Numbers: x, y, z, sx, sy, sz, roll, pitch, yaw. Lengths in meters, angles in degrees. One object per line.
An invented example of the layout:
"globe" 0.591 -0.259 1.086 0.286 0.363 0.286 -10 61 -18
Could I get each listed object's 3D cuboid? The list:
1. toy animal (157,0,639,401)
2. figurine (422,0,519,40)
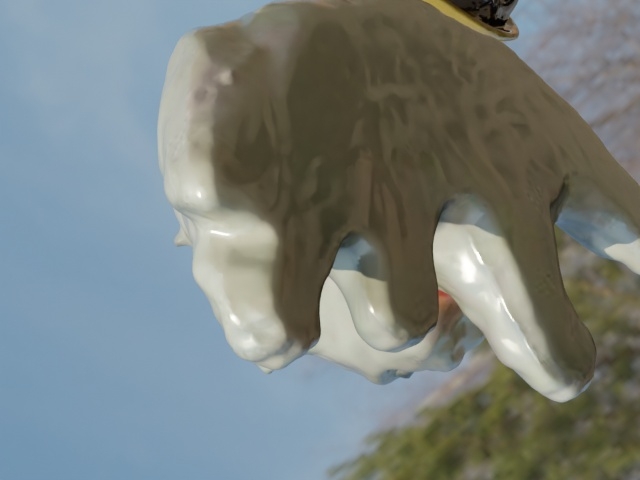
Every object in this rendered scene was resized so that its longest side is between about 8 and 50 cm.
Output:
"toy animal" 0.000 0.000 0.956 0.266 0.188 0.308 58 -140 -21
"figurine" 0.076 -0.240 1.395 0.167 0.257 0.192 -7 -136 -24
